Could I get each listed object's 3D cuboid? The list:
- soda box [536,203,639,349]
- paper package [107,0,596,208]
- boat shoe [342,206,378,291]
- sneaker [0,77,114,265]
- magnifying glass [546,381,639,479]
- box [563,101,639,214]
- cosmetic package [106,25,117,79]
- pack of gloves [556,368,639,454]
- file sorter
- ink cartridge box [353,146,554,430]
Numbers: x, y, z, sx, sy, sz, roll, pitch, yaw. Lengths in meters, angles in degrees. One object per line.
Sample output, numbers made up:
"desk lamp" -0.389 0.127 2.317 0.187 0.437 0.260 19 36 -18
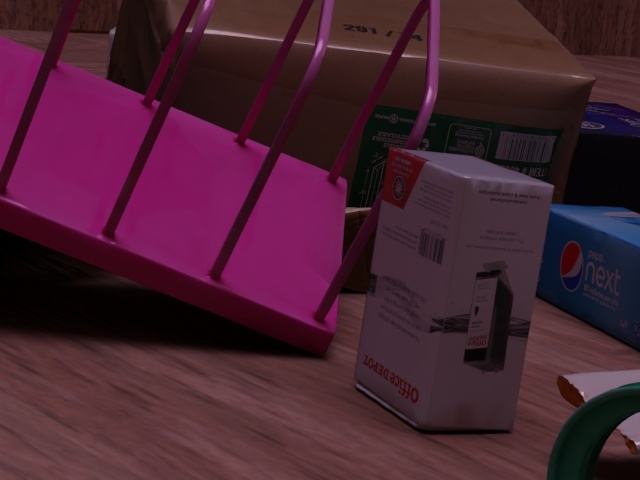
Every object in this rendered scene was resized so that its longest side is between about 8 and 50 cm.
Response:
"soda box" 0.217 0.026 1.335 0.071 0.067 0.210 2 11 -19
"paper package" 0.010 -0.109 1.550 0.325 0.168 0.309 6 21 -13
"boat shoe" 0.000 0.000 1.370 0.170 0.063 0.059 1 17 -21
"sneaker" -0.255 -0.019 1.287 0.140 0.125 0.341 -21 -5 36
"magnifying glass" 0.182 0.126 0.744 0.231 0.092 0.026 26 17 35
"box" 0.219 -0.067 1.771 0.184 0.103 0.261 1 11 -12
"cosmetic package" -0.051 -0.128 1.873 0.296 0.129 0.153 5 11 -1
"pack of gloves" 0.258 0.119 0.964 0.232 0.046 0.195 -2 23 -22
"file sorter" -0.090 -0.103 1.189 0.291 0.182 0.202 22 28 -9
"ink cartridge box" 0.069 0.025 1.062 0.056 0.135 0.099 5 10 -23
